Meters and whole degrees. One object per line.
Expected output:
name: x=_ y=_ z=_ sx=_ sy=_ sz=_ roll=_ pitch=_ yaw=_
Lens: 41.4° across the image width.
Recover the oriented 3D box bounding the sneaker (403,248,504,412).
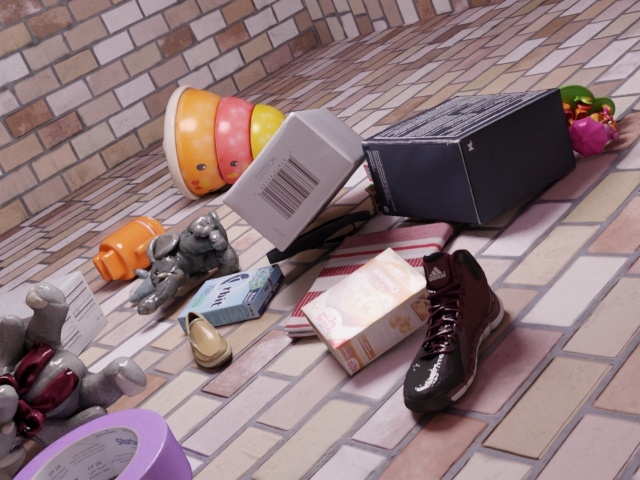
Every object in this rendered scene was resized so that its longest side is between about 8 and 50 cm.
sneaker: x=0.169 y=0.108 z=1.221 sx=0.106 sy=0.163 sz=0.281 roll=-10 pitch=24 yaw=33

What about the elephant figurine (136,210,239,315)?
elephant figurine: x=-0.320 y=0.048 z=1.917 sx=0.239 sy=0.169 sz=0.186 roll=-31 pitch=-10 yaw=2

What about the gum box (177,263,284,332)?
gum box: x=-0.185 y=0.119 z=1.761 sx=0.184 sy=0.041 sz=0.157 roll=-13 pitch=22 yaw=25

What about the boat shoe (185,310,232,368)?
boat shoe: x=-0.225 y=0.182 z=1.605 sx=0.068 sy=0.072 sz=0.190 roll=-30 pitch=21 yaw=-17

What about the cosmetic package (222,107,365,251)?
cosmetic package: x=-0.031 y=-0.147 z=1.812 sx=0.230 sy=0.161 sz=0.453 roll=-50 pitch=0 yaw=12

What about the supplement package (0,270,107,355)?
supplement package: x=-0.665 y=0.205 z=1.933 sx=0.261 sy=0.145 sz=0.204 roll=-16 pitch=21 yaw=23

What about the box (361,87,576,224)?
box: x=0.298 y=-0.172 z=1.714 sx=0.296 sy=0.183 sz=0.294 roll=-28 pitch=19 yaw=-29

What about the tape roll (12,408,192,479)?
tape roll: x=-0.331 y=0.369 z=1.243 sx=0.274 sy=0.090 sz=0.275 roll=-21 pitch=20 yaw=8

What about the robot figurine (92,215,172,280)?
robot figurine: x=-0.492 y=0.019 z=2.226 sx=0.219 sy=0.128 sz=0.158 roll=-41 pitch=-17 yaw=-37

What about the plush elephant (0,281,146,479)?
plush elephant: x=-0.522 y=0.276 z=1.452 sx=0.330 sy=0.272 sz=0.255 roll=-46 pitch=-6 yaw=29

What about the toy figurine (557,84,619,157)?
toy figurine: x=0.558 y=-0.232 z=1.752 sx=0.173 sy=0.130 sz=0.159 roll=-1 pitch=34 yaw=-8

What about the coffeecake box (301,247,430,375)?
coffeecake box: x=0.082 y=0.113 z=1.381 sx=0.185 sy=0.068 sz=0.142 roll=-34 pitch=33 yaw=-8

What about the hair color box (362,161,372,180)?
hair color box: x=0.196 y=-0.190 z=2.084 sx=0.093 sy=0.053 sz=0.167 roll=-38 pitch=26 yaw=-31

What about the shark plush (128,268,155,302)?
shark plush: x=-0.376 y=0.112 z=2.022 sx=0.161 sy=0.073 sz=0.067 roll=-3 pitch=41 yaw=-2

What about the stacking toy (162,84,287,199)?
stacking toy: x=-0.204 y=-0.308 z=2.555 sx=0.479 sy=0.351 sz=0.351 roll=-2 pitch=25 yaw=12

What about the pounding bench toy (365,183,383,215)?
pounding bench toy: x=0.134 y=-0.105 z=1.924 sx=0.052 sy=0.065 sz=0.083 roll=-26 pitch=20 yaw=-5

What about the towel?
towel: x=0.096 y=0.073 z=1.577 sx=0.237 sy=0.037 sz=0.329 roll=-8 pitch=27 yaw=32

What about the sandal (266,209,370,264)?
sandal: x=-0.001 y=0.000 z=1.822 sx=0.254 sy=0.055 sz=0.097 roll=-27 pitch=6 yaw=-23
